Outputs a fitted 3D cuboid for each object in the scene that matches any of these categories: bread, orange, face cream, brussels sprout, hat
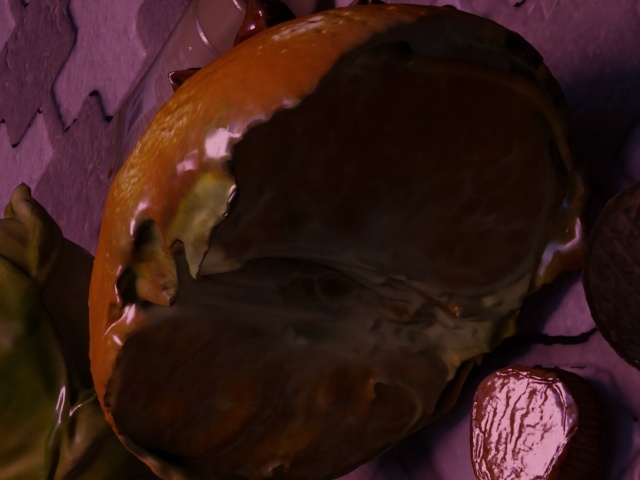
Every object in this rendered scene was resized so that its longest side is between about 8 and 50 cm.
[{"bbox_3d":[0.128,0.113,0.929,0.085,0.053,0.085,-15,67,39],"label":"bread"},{"bbox_3d":[-0.006,-0.006,0.963,0.196,0.262,0.334,56,134,30],"label":"orange"},{"bbox_3d":[-0.116,-0.127,1.368,0.341,0.084,0.137,-41,43,51],"label":"face cream"},{"bbox_3d":[-0.249,0.108,1.285,0.294,0.259,0.227,-29,9,7],"label":"brussels sprout"},{"bbox_3d":[0.210,0.032,0.840,0.146,0.067,0.146,-7,55,10],"label":"hat"}]

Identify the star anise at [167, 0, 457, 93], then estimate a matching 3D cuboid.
[{"bbox_3d":[-0.007,-0.073,1.146,0.220,0.126,0.190,7,82,28],"label":"star anise"}]
